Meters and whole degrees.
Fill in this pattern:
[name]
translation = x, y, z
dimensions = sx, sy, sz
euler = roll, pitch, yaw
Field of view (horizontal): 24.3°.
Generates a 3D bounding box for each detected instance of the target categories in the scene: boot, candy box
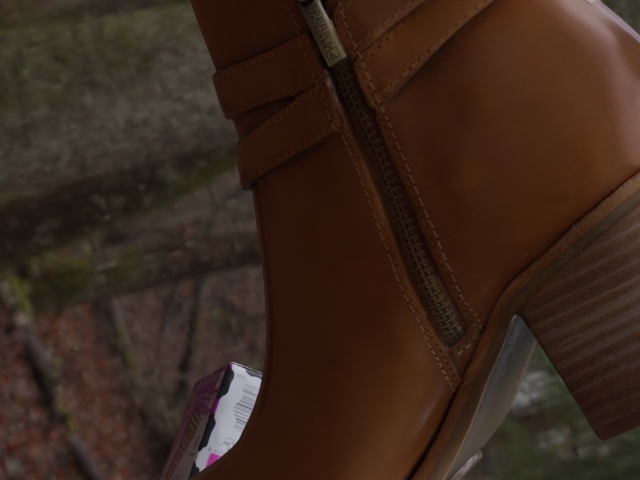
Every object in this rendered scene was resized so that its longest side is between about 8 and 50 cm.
[boot]
translation = 0.000, 0.000, 0.554
dimensions = 0.220, 0.283, 0.109
euler = 58, 34, 1
[candy box]
translation = -0.115, 0.246, 1.448
dimensions = 0.159, 0.071, 0.233
euler = 144, -33, -69
